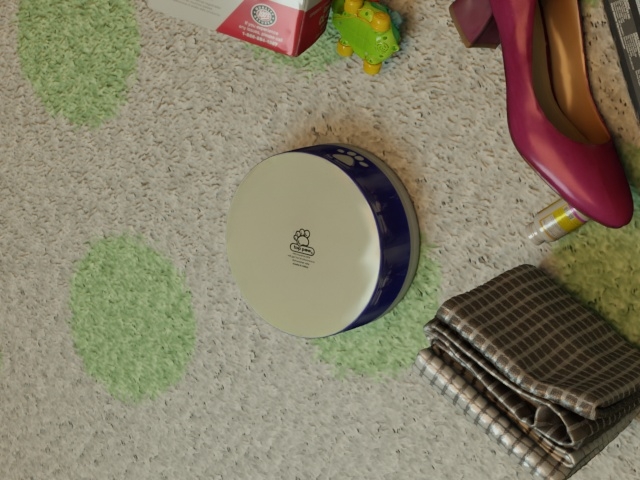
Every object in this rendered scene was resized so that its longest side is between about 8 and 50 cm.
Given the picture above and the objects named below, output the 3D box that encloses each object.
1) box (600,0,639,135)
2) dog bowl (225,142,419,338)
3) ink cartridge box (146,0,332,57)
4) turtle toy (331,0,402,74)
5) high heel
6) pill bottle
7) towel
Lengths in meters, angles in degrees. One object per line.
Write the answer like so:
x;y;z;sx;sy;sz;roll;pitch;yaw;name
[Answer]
0.486;-0.200;1.422;0.318;0.097;0.395;-17;90;43;box
0.000;0.000;1.833;0.264;0.104;0.265;7;102;32;dog bowl
-0.081;-0.421;1.689;0.226;0.131;0.306;22;121;13;ink cartridge box
0.060;-0.290;1.763;0.130;0.066;0.095;39;141;25;turtle toy
0.298;-0.204;1.577;0.181;0.127;0.377;-46;69;42;high heel
0.300;-0.026;1.664;0.083;0.043;0.043;-34;79;33;pill bottle
0.266;0.146;1.574;0.235;0.283;0.121;42;117;20;towel
